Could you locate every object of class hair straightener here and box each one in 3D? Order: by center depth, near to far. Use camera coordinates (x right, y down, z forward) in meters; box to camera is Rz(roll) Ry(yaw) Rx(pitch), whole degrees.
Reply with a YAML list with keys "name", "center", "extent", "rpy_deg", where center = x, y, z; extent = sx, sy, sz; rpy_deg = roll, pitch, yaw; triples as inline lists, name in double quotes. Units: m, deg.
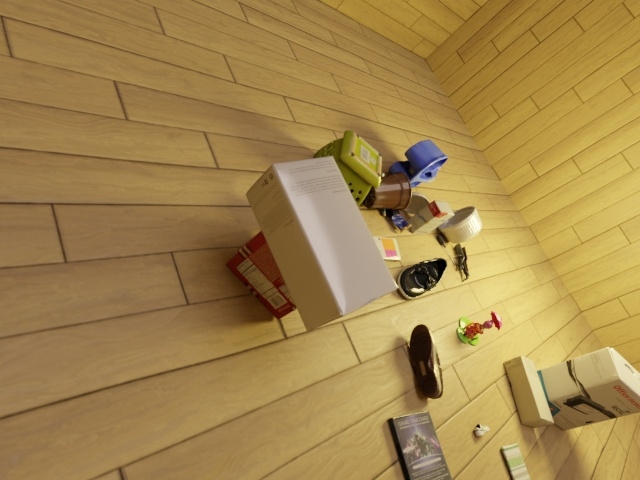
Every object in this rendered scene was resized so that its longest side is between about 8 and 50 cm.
- name: "hair straightener"
  center: [0.692, 0.105, 2.178]
  extent: [0.089, 0.047, 0.230]
  rpy_deg: [32, 45, -25]

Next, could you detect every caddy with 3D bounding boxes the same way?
- name: "caddy"
  center: [0.498, -0.359, 2.183]
  extent: [0.179, 0.241, 0.341]
  rpy_deg: [52, 36, 10]

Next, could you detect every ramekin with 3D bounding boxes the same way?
- name: "ramekin"
  center: [0.710, -0.074, 2.209]
  extent: [0.109, 0.207, 0.207]
  rpy_deg: [56, 35, -11]

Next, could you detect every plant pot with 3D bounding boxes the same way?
- name: "plant pot"
  center: [0.110, -0.280, 1.720]
  extent: [0.227, 0.207, 0.228]
  rpy_deg: [36, 40, -22]
- name: "plant pot"
  center: [0.268, -0.204, 1.851]
  extent: [0.165, 0.167, 0.166]
  rpy_deg: [-6, 63, -23]

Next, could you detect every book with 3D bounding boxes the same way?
- name: "book"
  center: [0.263, 0.036, 1.771]
  extent: [0.144, 0.035, 0.096]
  rpy_deg: [7, 59, -44]

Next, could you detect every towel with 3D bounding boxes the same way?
- name: "towel"
  center: [0.721, 0.837, 1.617]
  extent: [0.113, 0.023, 0.151]
  rpy_deg: [13, 54, -38]

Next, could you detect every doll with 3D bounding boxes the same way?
- name: "doll"
  center: [0.325, -0.124, 1.957]
  extent: [0.129, 0.046, 0.189]
  rpy_deg: [-26, 75, -44]

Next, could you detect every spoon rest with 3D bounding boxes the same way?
- name: "spoon rest"
  center: [0.380, -0.203, 2.036]
  extent: [0.276, 0.137, 0.084]
  rpy_deg: [30, 53, -5]

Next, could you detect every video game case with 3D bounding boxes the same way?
- name: "video game case"
  center: [0.309, 0.661, 1.309]
  extent: [0.196, 0.026, 0.274]
  rpy_deg: [11, 52, -42]

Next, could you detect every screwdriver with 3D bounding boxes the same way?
- name: "screwdriver"
  center: [0.626, 0.047, 2.162]
  extent: [0.024, 0.025, 0.169]
  rpy_deg: [-23, 78, -53]

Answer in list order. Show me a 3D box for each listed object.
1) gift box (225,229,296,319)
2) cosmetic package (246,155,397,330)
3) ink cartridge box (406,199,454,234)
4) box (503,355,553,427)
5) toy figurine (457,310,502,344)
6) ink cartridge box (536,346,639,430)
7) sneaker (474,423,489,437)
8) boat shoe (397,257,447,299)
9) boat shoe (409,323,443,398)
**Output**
- name: "gift box"
  center: [-0.063, 0.051, 1.235]
  extent: [0.276, 0.255, 0.258]
  rpy_deg: [50, 45, -9]
- name: "cosmetic package"
  center: [0.000, 0.000, 1.034]
  extent: [0.197, 0.155, 0.365]
  rpy_deg: [-15, 77, -41]
- name: "ink cartridge box"
  center: [0.507, -0.104, 2.031]
  extent: [0.128, 0.175, 0.072]
  rpy_deg: [3, 56, -47]
- name: "box"
  center: [0.895, 0.651, 1.894]
  extent: [0.113, 0.094, 0.275]
  rpy_deg: [28, 43, -29]
- name: "toy figurine"
  center: [0.682, 0.359, 1.850]
  extent: [0.173, 0.159, 0.130]
  rpy_deg: [-6, 65, -49]
- name: "ink cartridge box"
  center: [1.162, 0.659, 1.922]
  extent: [0.285, 0.395, 0.166]
  rpy_deg: [36, 39, -21]
- name: "sneaker"
  center: [0.583, 0.678, 1.584]
  extent: [0.083, 0.032, 0.036]
  rpy_deg: [-3, 63, -49]
- name: "boat shoe"
  center: [0.433, 0.143, 1.796]
  extent: [0.340, 0.113, 0.127]
  rpy_deg: [-11, 70, -51]
- name: "boat shoe"
  center: [0.375, 0.425, 1.534]
  extent: [0.095, 0.095, 0.257]
  rpy_deg: [37, 43, -42]
